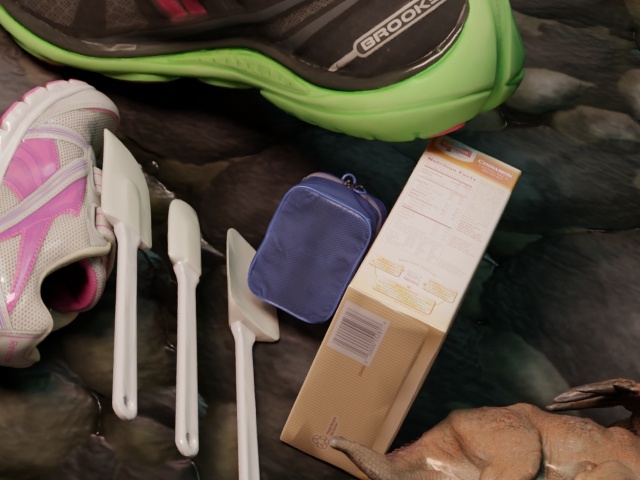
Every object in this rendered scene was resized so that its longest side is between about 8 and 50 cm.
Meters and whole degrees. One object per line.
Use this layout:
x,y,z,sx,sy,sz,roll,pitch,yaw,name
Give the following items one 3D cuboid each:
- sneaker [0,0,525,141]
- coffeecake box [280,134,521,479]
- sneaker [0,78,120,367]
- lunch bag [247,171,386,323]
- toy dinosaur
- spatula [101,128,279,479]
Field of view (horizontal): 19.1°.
-0.060,-0.210,1.347,0.482,0.202,0.185,14,27,34,sneaker
0.054,0.040,1.229,0.068,0.142,0.185,26,39,4,coffeecake box
-0.180,-0.003,1.215,0.111,0.103,0.252,28,46,0,sneaker
0.000,0.000,1.279,0.067,0.098,0.065,29,15,5,lunch bag
0.140,0.142,1.174,0.295,0.127,0.200,9,40,-8,toy dinosaur
-0.079,0.052,1.194,0.168,0.019,0.242,45,25,-36,spatula
